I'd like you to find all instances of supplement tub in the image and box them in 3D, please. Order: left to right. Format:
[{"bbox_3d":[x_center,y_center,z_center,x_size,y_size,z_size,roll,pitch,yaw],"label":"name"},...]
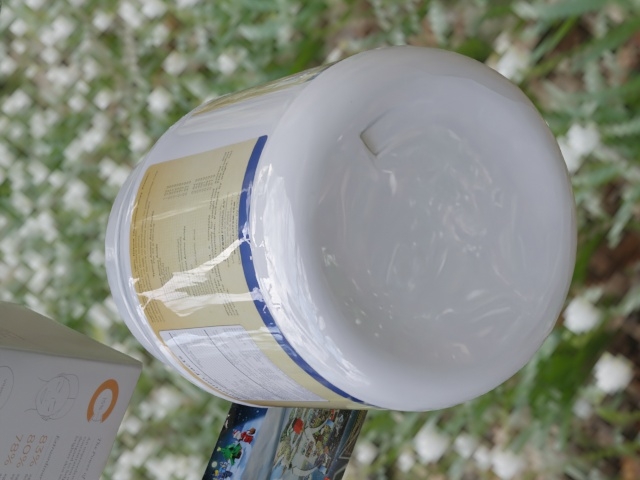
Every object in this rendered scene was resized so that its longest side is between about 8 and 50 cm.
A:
[{"bbox_3d":[0.000,0.000,1.296,0.228,0.228,0.316,44,159,-18],"label":"supplement tub"}]

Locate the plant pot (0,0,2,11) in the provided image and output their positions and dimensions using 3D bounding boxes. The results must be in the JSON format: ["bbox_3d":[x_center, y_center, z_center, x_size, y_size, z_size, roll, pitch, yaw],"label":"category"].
[{"bbox_3d":[-0.388,-0.223,1.653,0.290,0.290,0.195,32,-157,20],"label":"plant pot"}]

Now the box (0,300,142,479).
[{"bbox_3d":[-0.348,0.169,1.778,0.168,0.215,0.345,24,-178,25],"label":"box"}]

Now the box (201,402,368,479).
[{"bbox_3d":[-0.038,0.210,1.801,0.044,0.233,0.159,10,160,34],"label":"box"}]
